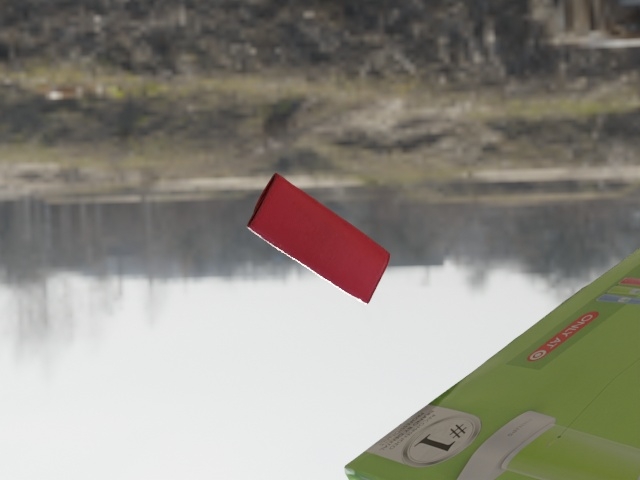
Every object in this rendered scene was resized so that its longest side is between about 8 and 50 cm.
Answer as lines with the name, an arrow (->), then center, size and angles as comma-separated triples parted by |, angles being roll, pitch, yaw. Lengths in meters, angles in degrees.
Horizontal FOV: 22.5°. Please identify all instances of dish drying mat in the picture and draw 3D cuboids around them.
dish drying mat -> 0.000, 0.000, 0.814 | 0.083, 0.032, 0.008 | 34, 168, -30

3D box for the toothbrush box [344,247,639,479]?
toothbrush box -> 0.177, 0.094, 0.554 | 0.206, 0.122, 0.283 | -34, -162, -24
